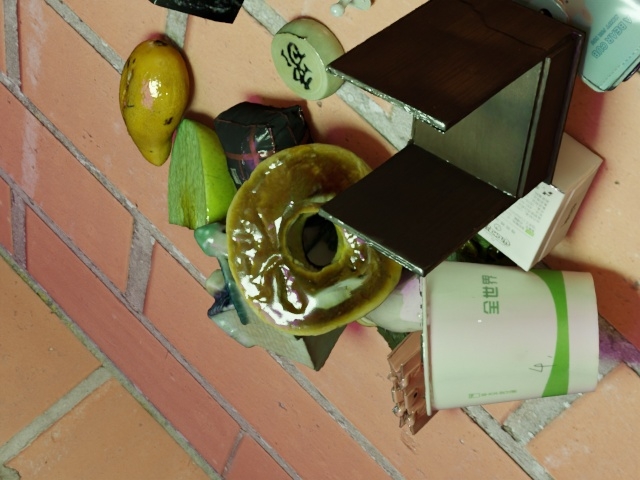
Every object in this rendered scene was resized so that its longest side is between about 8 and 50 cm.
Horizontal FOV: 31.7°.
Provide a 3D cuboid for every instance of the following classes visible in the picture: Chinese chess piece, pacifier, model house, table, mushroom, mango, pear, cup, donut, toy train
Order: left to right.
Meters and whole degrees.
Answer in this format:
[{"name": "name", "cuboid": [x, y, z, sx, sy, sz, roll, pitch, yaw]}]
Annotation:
[{"name": "mango", "cuboid": [-0.351, -0.283, 2.320, 0.177, 0.120, 0.295, 58, 144, 31]}, {"name": "pear", "cuboid": [-0.231, -0.140, 2.354, 0.288, 0.139, 0.239, -166, 66, -66]}, {"name": "model house", "cuboid": [-0.103, 0.074, 2.224, 0.284, 0.243, 0.298, 12, 142, 24]}, {"name": "Chinese chess piece", "cuboid": [-0.021, -0.308, 1.926, 0.144, 0.058, 0.144, 35, 147, 27]}, {"name": "donut", "cuboid": [0.000, 0.000, 1.963, 0.330, 0.330, 0.160, 46, -170, 9]}, {"name": "pacifier", "cuboid": [0.040, -0.372, 1.763, 0.083, 0.064, 0.068, 21, 157, 42]}, {"name": "mushroom", "cuboid": [0.156, 0.107, 2.100, 0.128, 0.128, 0.350, 57, 153, -12]}, {"name": "table", "cuboid": [0.162, -0.146, 1.443, 0.196, 0.282, 0.250, 33, 140, 27]}, {"name": "toy train", "cuboid": [0.225, -0.019, 1.890, 0.225, 0.090, 0.137, 38, 160, 31]}, {"name": "cup", "cuboid": [0.287, 0.142, 1.755, 0.274, 0.253, 0.253, -3, 133, 7]}]

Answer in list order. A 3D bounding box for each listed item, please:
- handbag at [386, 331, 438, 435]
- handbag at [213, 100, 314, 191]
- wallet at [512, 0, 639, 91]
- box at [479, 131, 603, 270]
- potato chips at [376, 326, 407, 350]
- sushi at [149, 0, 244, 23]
[{"name": "handbag", "cuboid": [0.199, 0.261, 2.175, 0.059, 0.157, 0.212, 27, 144, 35]}, {"name": "handbag", "cuboid": [-0.086, -0.152, 2.098, 0.169, 0.155, 0.215, 5, 125, 46]}, {"name": "wallet", "cuboid": [0.325, -0.320, 1.418, 0.250, 0.075, 0.176, 46, 146, 8]}, {"name": "box", "cuboid": [0.267, -0.110, 1.699, 0.260, 0.111, 0.194, 39, 147, 18]}, {"name": "potato chips", "cuboid": [0.154, 0.203, 2.295, 0.142, 0.026, 0.209, 1, 116, 66]}, {"name": "sushi", "cuboid": [-0.240, -0.509, 1.843, 0.227, 0.215, 0.212, 52, 125, 40]}]
